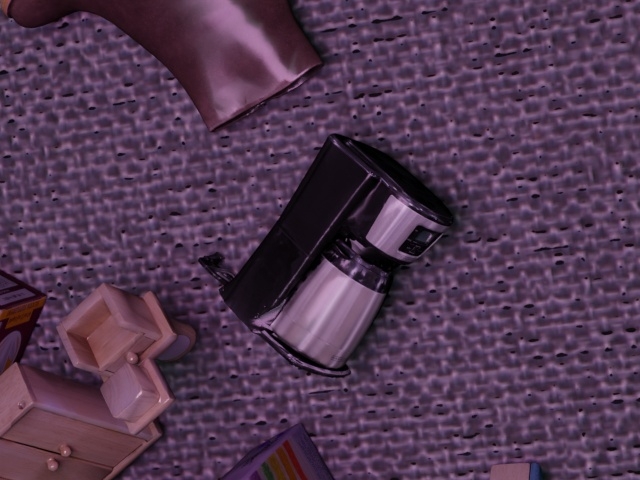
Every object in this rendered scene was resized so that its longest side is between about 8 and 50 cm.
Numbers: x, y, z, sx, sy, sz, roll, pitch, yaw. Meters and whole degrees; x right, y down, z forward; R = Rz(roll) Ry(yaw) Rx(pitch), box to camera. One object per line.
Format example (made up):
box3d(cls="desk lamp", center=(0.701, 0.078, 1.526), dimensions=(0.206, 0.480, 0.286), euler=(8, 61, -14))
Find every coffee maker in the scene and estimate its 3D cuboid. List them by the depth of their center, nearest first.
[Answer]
box3d(cls="coffee maker", center=(0.000, 0.000, 1.177), dimensions=(0.171, 0.120, 0.178), euler=(36, 101, 9))

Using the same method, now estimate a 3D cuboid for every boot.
box3d(cls="boot", center=(-0.143, -0.187, 1.209), dimensions=(0.248, 0.090, 0.207), euler=(-25, 87, 11))

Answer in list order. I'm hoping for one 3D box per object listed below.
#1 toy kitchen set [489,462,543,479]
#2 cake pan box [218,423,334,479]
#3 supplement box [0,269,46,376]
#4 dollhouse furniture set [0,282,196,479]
box3d(cls="toy kitchen set", center=(0.236, 0.304, 1.168), dimensions=(0.166, 0.122, 0.207), euler=(-6, 114, 14))
box3d(cls="cake pan box", center=(-0.001, 0.302, 1.139), dimensions=(0.070, 0.246, 0.267), euler=(-31, 87, 14))
box3d(cls="supplement box", center=(-0.342, 0.123, 1.277), dimensions=(0.081, 0.104, 0.188), euler=(27, 101, 10))
box3d(cls="dollhouse furniture set", center=(-0.157, 0.271, 1.135), dimensions=(0.303, 0.174, 0.355), euler=(-43, 55, 14))
